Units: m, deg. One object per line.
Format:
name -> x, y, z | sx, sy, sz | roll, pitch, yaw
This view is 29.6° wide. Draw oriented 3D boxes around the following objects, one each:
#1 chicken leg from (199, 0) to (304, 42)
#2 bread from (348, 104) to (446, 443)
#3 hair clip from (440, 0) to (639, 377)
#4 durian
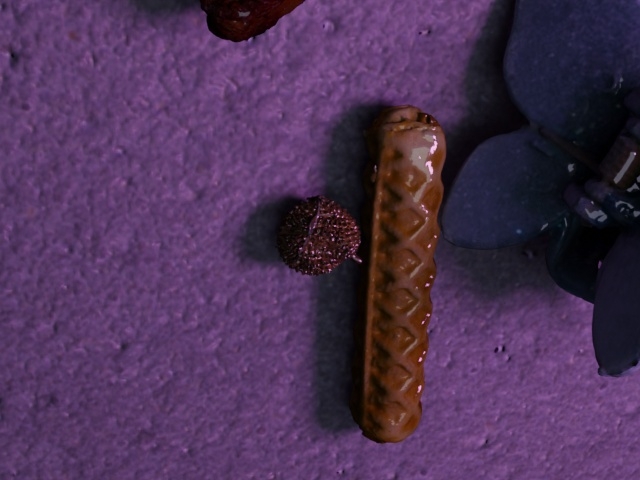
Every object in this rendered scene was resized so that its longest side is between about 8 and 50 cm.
chicken leg -> 0.011, -0.302, 1.015 | 0.322, 0.083, 0.177 | -58, 155, 12
bread -> 0.075, 0.043, 1.213 | 0.084, 0.077, 0.367 | 13, 114, 21
hair clip -> 0.326, -0.054, 1.147 | 0.238, 0.392, 0.318 | 13, 112, -49
durian -> 0.000, 0.000, 1.173 | 0.091, 0.080, 0.080 | 35, 100, -7
